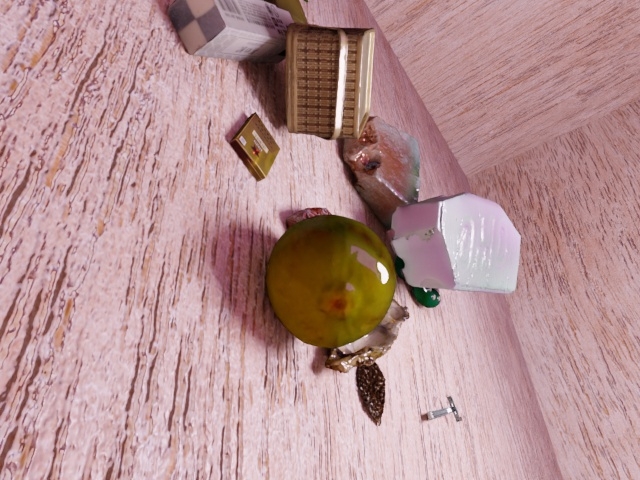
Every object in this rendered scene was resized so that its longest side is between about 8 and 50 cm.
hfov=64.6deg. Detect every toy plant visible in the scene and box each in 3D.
[{"bbox_3d":[0.305,0.073,1.503,0.243,0.112,0.233,41,50,-40],"label":"toy plant"}]

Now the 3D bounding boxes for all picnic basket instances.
[{"bbox_3d":[0.021,-0.372,1.157,0.313,0.175,0.228,-68,161,-64],"label":"picnic basket"}]

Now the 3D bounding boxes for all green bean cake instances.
[{"bbox_3d":[0.000,0.000,1.004,0.135,0.056,0.136,-17,83,-65],"label":"green bean cake"}]

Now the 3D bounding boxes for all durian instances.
[{"bbox_3d":[0.096,0.289,0.973,0.066,0.052,0.131,107,-26,-65],"label":"durian"}]

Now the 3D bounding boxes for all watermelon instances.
[{"bbox_3d":[0.198,-0.198,1.452,0.302,0.151,0.265,38,50,-40],"label":"watermelon"}]

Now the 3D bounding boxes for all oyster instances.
[{"bbox_3d":[0.081,0.178,0.989,0.128,0.079,0.345,34,25,11],"label":"oyster"}]

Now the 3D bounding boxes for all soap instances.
[{"bbox_3d":[0.381,0.009,1.389,0.445,0.156,0.262,10,86,-44],"label":"soap"}]

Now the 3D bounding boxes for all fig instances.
[{"bbox_3d":[0.021,0.053,0.816,0.207,0.207,0.230,60,25,-13],"label":"fig"}]

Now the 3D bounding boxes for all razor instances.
[{"bbox_3d":[0.294,0.424,1.243,0.191,0.037,0.068,19,46,-56],"label":"razor"}]

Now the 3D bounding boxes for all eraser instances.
[{"bbox_3d":[-0.154,-0.438,1.048,0.098,0.096,0.404,62,23,-6],"label":"eraser"}]

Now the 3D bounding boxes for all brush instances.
[{"bbox_3d":[-0.109,-0.654,1.392,0.197,0.059,0.123,-23,93,-66],"label":"brush"}]

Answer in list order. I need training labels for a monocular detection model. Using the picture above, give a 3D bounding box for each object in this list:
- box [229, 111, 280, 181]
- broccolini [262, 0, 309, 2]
[{"bbox_3d":[-0.121,-0.180,0.962,0.090,0.023,0.133,53,27,-24],"label":"box"},{"bbox_3d":[-0.105,-0.601,1.253,0.271,0.062,0.123,-22,91,-46],"label":"broccolini"}]
